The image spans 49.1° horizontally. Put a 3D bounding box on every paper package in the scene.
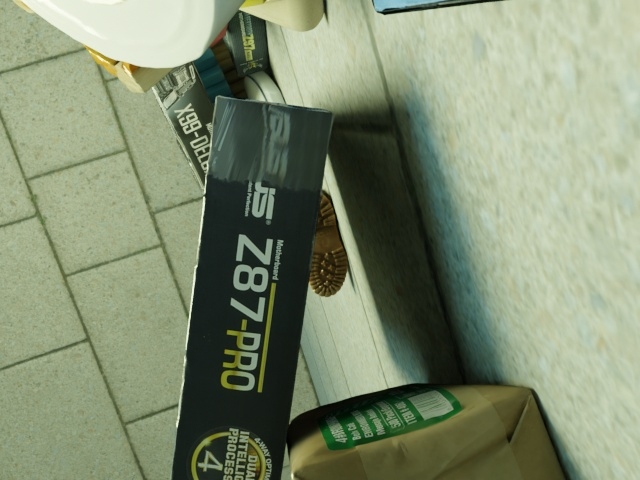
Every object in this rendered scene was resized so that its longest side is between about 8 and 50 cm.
[{"bbox_3d":[0.091,0.275,0.560,0.325,0.168,0.310,109,142,-80],"label":"paper package"}]

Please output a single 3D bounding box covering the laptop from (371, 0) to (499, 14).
[{"bbox_3d":[-0.073,-0.258,0.214,0.382,0.407,0.236,-130,56,-70],"label":"laptop"}]

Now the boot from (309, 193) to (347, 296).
[{"bbox_3d":[0.000,0.000,1.006,0.084,0.059,0.158,-119,21,-70],"label":"boot"}]

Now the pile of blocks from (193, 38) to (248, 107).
[{"bbox_3d":[-0.139,-0.248,1.212,0.362,0.112,0.149,65,173,-16],"label":"pile of blocks"}]

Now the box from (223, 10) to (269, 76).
[{"bbox_3d":[-0.145,-0.395,1.062,0.183,0.059,0.233,93,157,-70],"label":"box"}]

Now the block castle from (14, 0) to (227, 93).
[{"bbox_3d":[-0.269,-0.417,0.809,0.303,0.213,0.453,36,161,12],"label":"block castle"}]

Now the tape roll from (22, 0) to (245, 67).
[{"bbox_3d":[-0.172,-0.268,0.519,0.286,0.100,0.286,27,156,13],"label":"tape roll"}]

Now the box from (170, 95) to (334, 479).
[{"bbox_3d":[-0.062,0.030,0.694,0.395,0.097,0.318,-106,22,-82],"label":"box"}]

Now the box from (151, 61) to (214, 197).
[{"bbox_3d":[-0.195,-0.158,1.176,0.307,0.076,0.242,66,173,-18],"label":"box"}]

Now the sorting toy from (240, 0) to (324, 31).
[{"bbox_3d":[-0.101,-0.271,0.588,0.193,0.208,0.038,85,-150,-61],"label":"sorting toy"}]

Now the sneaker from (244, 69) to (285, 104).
[{"bbox_3d":[-0.089,-0.165,1.090,0.094,0.091,0.258,82,167,-56],"label":"sneaker"}]
